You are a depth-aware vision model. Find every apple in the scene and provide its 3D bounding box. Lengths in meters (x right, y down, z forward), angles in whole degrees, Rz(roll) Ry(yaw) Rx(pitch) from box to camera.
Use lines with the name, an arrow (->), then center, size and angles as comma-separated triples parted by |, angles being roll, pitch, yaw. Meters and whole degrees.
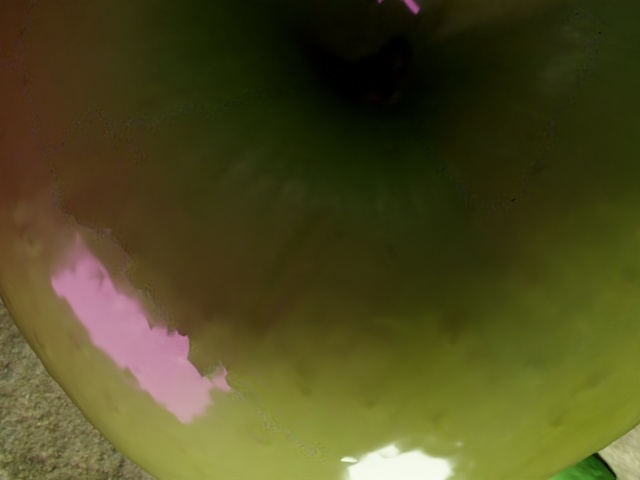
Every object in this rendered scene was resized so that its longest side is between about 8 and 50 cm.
apple -> 0.018, -0.048, 0.523 | 0.473, 0.474, 0.473 | 48, 166, 17

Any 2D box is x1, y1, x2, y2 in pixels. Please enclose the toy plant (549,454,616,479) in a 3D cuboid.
toy plant -> 0.199, 0.248, 1.070 | 0.317, 0.210, 0.356 | -8, 143, 27
